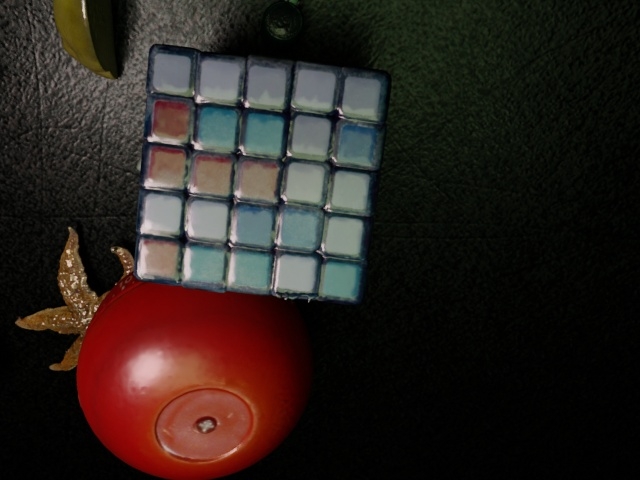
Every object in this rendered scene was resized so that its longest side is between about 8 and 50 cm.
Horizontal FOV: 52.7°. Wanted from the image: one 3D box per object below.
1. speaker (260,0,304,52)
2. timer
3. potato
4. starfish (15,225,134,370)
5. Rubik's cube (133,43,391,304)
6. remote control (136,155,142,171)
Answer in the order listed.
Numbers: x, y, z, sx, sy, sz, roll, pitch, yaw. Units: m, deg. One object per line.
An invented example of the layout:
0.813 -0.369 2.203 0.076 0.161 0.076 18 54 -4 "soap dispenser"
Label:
-0.054 -0.323 0.925 0.060 0.075 0.094 5 92 -9 "speaker"
-0.198 0.210 1.060 0.378 0.279 0.377 -5 116 -10 "timer"
-0.349 -0.296 0.923 0.081 0.120 0.149 3 115 0 "potato"
-0.424 0.139 1.175 0.302 0.060 0.299 -31 113 17 "starfish"
-0.071 -0.092 0.885 0.292 0.293 0.286 8 99 0 "Rubik's cube"
-0.251 -0.153 1.046 0.053 0.018 0.124 30 113 -10 "remote control"
